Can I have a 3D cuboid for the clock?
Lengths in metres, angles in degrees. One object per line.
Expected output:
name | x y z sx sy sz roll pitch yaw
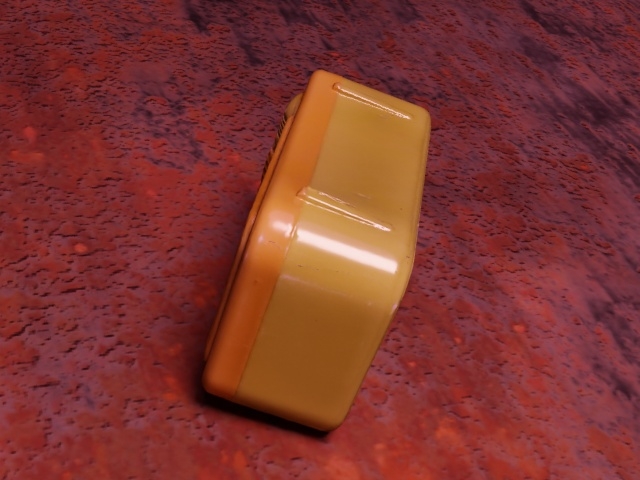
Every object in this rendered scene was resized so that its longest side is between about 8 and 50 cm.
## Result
clock | 0.000 0.000 0.604 0.096 0.143 0.202 21 34 -5
